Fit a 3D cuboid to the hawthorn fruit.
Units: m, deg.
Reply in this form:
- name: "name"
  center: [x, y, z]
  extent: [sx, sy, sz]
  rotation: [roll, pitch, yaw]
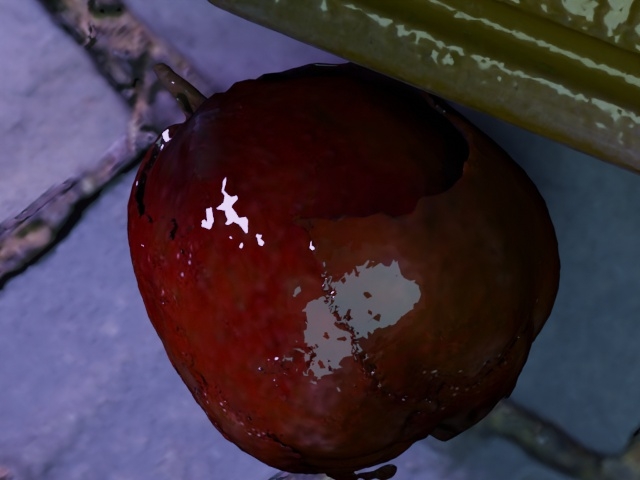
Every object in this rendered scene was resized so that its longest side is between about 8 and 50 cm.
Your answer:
- name: "hawthorn fruit"
  center: [0.000, 0.000, 0.659]
  extent: [0.148, 0.148, 0.172]
  rotation: [-40, 84, 20]

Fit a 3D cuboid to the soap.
- name: "soap"
  center: [0.090, -0.108, 0.612]
  extent: [0.232, 0.073, 0.140]
  rotation: [22, 115, 9]
